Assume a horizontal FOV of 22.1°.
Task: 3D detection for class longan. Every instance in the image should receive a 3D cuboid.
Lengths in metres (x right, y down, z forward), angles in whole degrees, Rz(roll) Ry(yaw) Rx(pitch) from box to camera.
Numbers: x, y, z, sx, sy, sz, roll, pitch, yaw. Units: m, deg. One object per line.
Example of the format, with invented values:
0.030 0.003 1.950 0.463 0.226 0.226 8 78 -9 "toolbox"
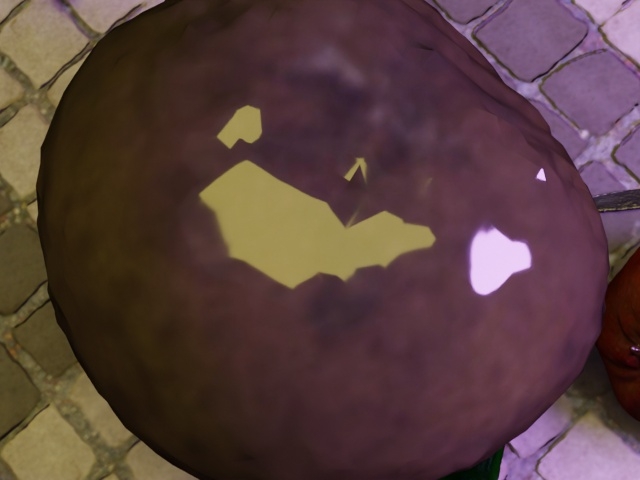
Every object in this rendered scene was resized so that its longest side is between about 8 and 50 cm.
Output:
-0.009 0.003 1.273 0.404 0.404 0.436 -43 84 -9 "longan"

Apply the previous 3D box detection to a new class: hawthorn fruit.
0.323 0.057 1.309 0.185 0.185 0.202 38 58 19 "hawthorn fruit"

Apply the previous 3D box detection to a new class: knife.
0.300 -0.040 1.432 0.170 0.010 0.023 -8 62 8 "knife"

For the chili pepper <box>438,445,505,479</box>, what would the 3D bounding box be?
0.097 0.234 1.331 0.098 0.061 0.224 1 71 16 "chili pepper"
